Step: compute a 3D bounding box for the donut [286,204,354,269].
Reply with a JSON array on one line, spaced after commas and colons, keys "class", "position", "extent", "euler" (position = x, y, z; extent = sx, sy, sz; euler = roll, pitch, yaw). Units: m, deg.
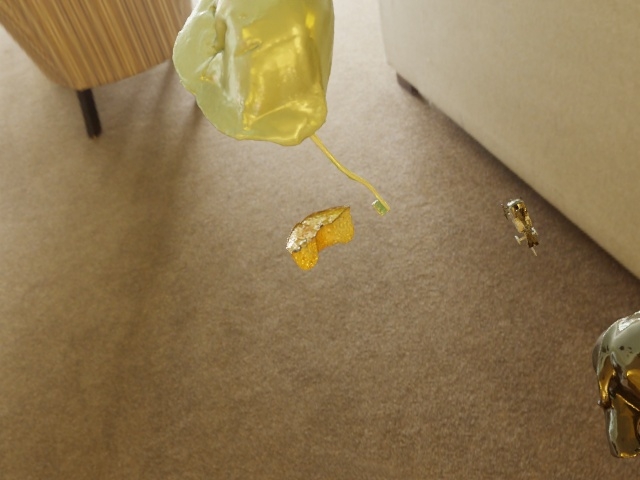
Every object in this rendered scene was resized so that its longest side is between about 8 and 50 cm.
[{"class": "donut", "position": [0.000, 0.000, 0.709], "extent": [0.067, 0.037, 0.083], "euler": [-9, 31, 17]}]

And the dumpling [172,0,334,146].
[{"class": "dumpling", "position": [-0.075, -0.306, 0.978], "extent": [0.270, 0.212, 0.320], "euler": [-39, 34, 35]}]

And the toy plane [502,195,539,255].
[{"class": "toy plane", "position": [0.483, -0.039, 1.532], "extent": [0.053, 0.197, 0.078], "euler": [-27, 46, 9]}]

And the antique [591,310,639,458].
[{"class": "antique", "position": [0.665, 0.245, 1.220], "extent": [0.323, 0.185, 0.254], "euler": [-13, 78, -19]}]

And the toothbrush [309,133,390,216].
[{"class": "toothbrush", "position": [0.038, -0.138, 1.129], "extent": [0.026, 0.263, 0.022], "euler": [-45, 22, 0]}]
